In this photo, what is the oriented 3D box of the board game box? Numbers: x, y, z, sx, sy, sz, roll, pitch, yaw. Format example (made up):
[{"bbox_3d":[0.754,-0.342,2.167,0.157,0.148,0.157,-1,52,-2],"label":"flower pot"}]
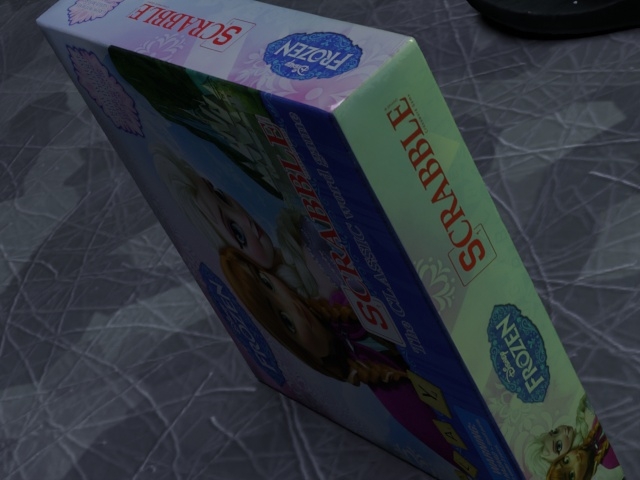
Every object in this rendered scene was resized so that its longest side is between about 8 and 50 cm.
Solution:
[{"bbox_3d":[0.000,0.000,1.037,0.066,0.318,0.318,-41,33,-19],"label":"board game box"}]

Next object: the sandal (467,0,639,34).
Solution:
[{"bbox_3d":[0.298,-0.252,1.364,0.446,0.107,0.167,2,43,40],"label":"sandal"}]
